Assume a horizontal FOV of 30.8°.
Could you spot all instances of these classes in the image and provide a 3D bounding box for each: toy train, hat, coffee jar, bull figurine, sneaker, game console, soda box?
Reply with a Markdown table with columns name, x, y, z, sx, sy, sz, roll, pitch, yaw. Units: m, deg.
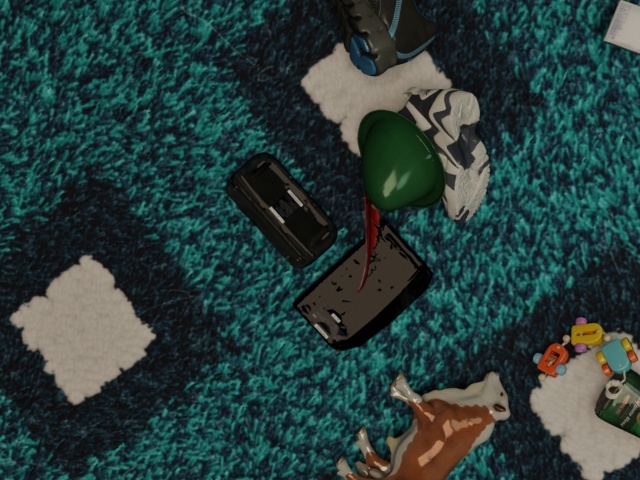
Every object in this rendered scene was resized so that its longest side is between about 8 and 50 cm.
| name | x | y | z | sx | sy | sz | roll | pitch | yaw |
| --- | --- | --- | --- | --- | --- | --- | --- | --- | --- |
| toy train | 0.436 | 0.197 | 1.887 | 0.166 | 0.046 | 0.125 | 21 | 78 | 41 |
| hat | 0.080 | -0.075 | 1.818 | 0.183 | 0.173 | 0.208 | -38 | 85 | -32 |
| coffee jar | 0.546 | 0.289 | 1.885 | 0.184 | 0.079 | 0.096 | 30 | 100 | 2 |
| bull figurine | 0.172 | 0.326 | 1.929 | 0.188 | 0.101 | 0.310 | 35 | 98 | 6 |
| sneaker | 0.183 | -0.147 | 1.882 | 0.153 | 0.094 | 0.235 | 25 | 143 | 41 |
| sneaker | 0.064 | -0.434 | 1.860 | 0.139 | 0.125 | 0.341 | -24 | 91 | -18 |
| game console | 0.000 | 0.000 | 1.941 | 0.213 | 0.044 | 0.361 | -42 | 91 | 8 |
| soda box | 0.554 | -0.303 | 1.800 | 0.216 | 0.074 | 0.069 | 24 | 102 | 13 |
